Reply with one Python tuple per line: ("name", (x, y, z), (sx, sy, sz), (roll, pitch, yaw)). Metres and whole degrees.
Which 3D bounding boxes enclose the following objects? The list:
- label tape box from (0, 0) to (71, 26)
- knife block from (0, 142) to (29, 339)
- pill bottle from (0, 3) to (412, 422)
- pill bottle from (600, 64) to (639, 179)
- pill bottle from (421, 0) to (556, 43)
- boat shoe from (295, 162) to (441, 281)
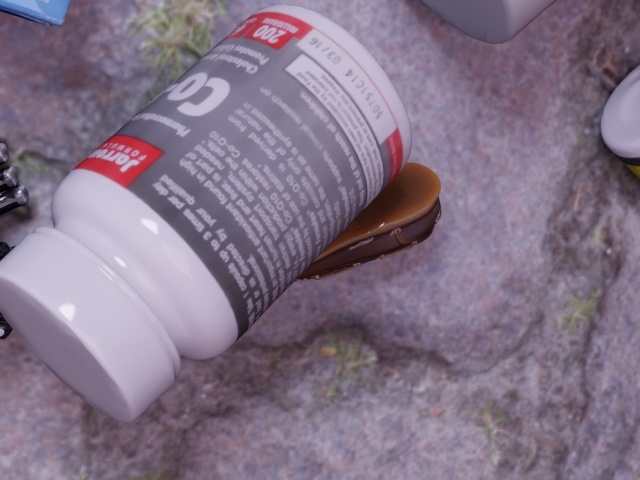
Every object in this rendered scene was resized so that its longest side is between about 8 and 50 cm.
("label tape box", (-0.241, -0.333, 0.753), (0.241, 0.106, 0.333), (15, 97, -23))
("knife block", (-0.343, 0.016, 0.817), (0.276, 0.088, 0.242), (21, 95, -23))
("pill bottle", (-0.081, -0.022, 0.823), (0.283, 0.161, 0.161), (-46, 115, -24))
("pill bottle", (0.353, -0.065, 1.034), (0.208, 0.119, 0.119), (39, 89, -24))
("pill bottle", (0.212, -0.341, 0.853), (0.392, 0.224, 0.224), (-43, 114, -5))
("boat shoe", (0.000, 0.000, 0.948), (0.207, 0.073, 0.073), (-13, 148, -10))
